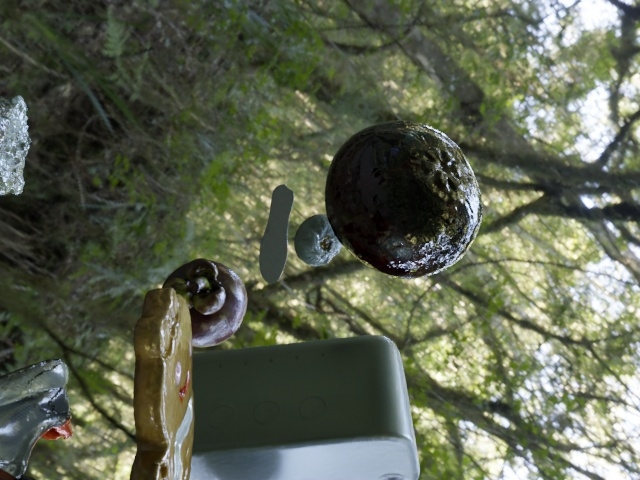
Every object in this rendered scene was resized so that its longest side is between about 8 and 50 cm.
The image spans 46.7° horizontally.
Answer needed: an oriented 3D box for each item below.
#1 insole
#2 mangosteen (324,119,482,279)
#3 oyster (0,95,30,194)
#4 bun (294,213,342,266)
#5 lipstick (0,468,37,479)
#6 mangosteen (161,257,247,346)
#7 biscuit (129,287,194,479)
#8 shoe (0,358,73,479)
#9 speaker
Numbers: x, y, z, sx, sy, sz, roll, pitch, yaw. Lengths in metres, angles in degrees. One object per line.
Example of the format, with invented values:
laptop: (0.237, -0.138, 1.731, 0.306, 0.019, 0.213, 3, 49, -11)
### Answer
insole: (-0.087, -0.013, 1.460, 0.065, 0.004, 0.197, 10, -86, 29)
mangosteen: (0.100, -0.051, 0.987, 0.216, 0.216, 0.216, -32, -145, 26)
oyster: (-0.489, -0.149, 1.119, 0.064, 0.125, 0.177, -19, -105, 20)
bun: (0.000, 0.000, 1.108, 0.083, 0.083, 0.045, -51, -149, -3)
lipstick: (-0.291, 0.347, 0.869, 0.299, 0.081, 0.081, 22, -111, 14)
mangosteen: (-0.287, 0.139, 1.759, 0.215, 0.257, 0.215, -2, -111, 5)
biscuit: (-0.137, 0.158, 0.669, 0.184, 0.035, 0.249, -94, -174, -79)
shoe: (-0.481, 0.292, 1.021, 0.132, 0.171, 0.336, -20, 180, 36)
speaker: (-0.060, 0.274, 1.134, 0.405, 0.183, 0.184, -7, -133, 8)
